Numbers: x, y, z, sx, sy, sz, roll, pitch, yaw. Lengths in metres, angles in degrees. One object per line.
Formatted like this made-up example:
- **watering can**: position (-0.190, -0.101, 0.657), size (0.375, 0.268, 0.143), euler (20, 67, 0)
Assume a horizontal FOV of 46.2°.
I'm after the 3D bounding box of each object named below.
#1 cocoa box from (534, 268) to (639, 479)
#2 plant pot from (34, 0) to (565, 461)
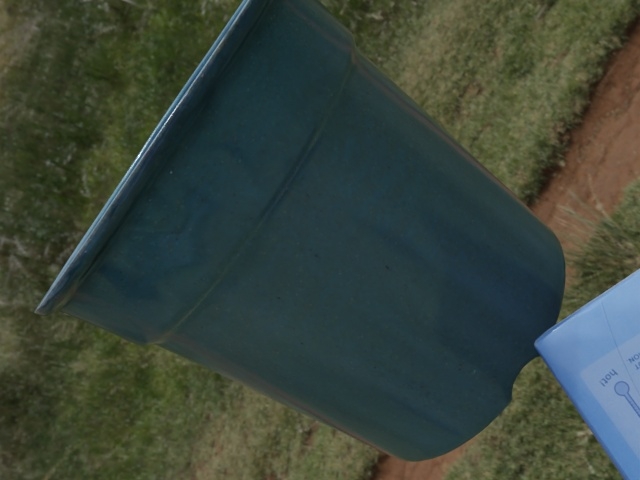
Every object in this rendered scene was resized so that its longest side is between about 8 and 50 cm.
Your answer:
- **cocoa box**: position (0.363, 0.080, 0.483), size (0.347, 0.228, 0.231), euler (-37, 59, 14)
- **plant pot**: position (0.000, 0.000, 0.646), size (0.341, 0.334, 0.341), euler (-49, 17, 21)
